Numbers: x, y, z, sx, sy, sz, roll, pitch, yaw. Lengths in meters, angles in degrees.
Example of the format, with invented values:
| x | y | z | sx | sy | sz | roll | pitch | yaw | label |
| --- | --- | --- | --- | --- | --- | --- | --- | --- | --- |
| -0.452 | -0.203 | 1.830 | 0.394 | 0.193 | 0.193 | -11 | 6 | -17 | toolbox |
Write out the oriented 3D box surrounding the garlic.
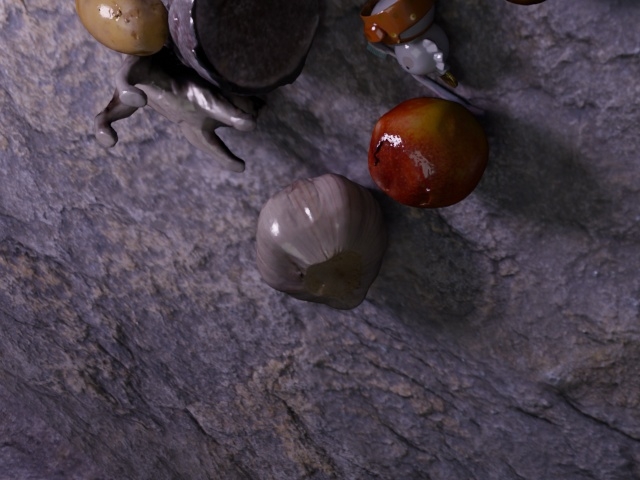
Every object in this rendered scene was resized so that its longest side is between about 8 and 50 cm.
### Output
| x | y | z | sx | sy | sz | roll | pitch | yaw | label |
| --- | --- | --- | --- | --- | --- | --- | --- | --- | --- |
| 0.000 | 0.000 | 1.780 | 0.317 | 0.259 | 0.317 | -7 | 138 | -6 | garlic |

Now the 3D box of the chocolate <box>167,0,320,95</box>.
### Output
| x | y | z | sx | sy | sz | roll | pitch | yaw | label |
| --- | --- | --- | --- | --- | --- | --- | --- | --- | --- |
| -0.175 | -0.433 | 1.545 | 0.213 | 0.303 | 0.303 | 22 | 136 | 45 | chocolate |

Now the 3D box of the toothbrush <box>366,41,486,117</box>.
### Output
| x | y | z | sx | sy | sz | roll | pitch | yaw | label |
| --- | --- | --- | --- | --- | --- | --- | --- | --- | --- |
| 0.203 | -0.310 | 1.580 | 0.269 | 0.021 | 0.027 | 33 | 147 | 4 | toothbrush |

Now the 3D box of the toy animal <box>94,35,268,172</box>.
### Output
| x | y | z | sx | sy | sz | roll | pitch | yaw | label |
| --- | --- | --- | --- | --- | --- | --- | --- | --- | --- |
| -0.274 | -0.327 | 1.722 | 0.344 | 0.303 | 0.194 | 14 | 140 | -11 | toy animal |

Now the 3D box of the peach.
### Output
| x | y | z | sx | sy | sz | roll | pitch | yaw | label |
| --- | --- | --- | --- | --- | --- | --- | --- | --- | --- |
| 0.202 | -0.167 | 1.553 | 0.230 | 0.231 | 0.231 | 16 | 130 | 19 | peach |

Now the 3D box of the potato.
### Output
| x | y | z | sx | sy | sz | roll | pitch | yaw | label |
| --- | --- | --- | --- | --- | --- | --- | --- | --- | --- |
| -0.388 | -0.439 | 1.570 | 0.233 | 0.146 | 0.150 | 29 | 113 | 31 | potato |

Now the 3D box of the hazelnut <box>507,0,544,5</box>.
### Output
| x | y | z | sx | sy | sz | roll | pitch | yaw | label |
| --- | --- | --- | --- | --- | --- | --- | --- | --- | --- |
| 0.301 | -0.491 | 1.276 | 0.251 | 0.217 | 0.217 | 40 | 135 | 11 | hazelnut |

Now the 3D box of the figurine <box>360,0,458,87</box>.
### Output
| x | y | z | sx | sy | sz | roll | pitch | yaw | label |
| --- | --- | --- | --- | --- | --- | --- | --- | --- | --- |
| 0.168 | -0.385 | 1.481 | 0.271 | 0.143 | 0.143 | 33 | 138 | -24 | figurine |
